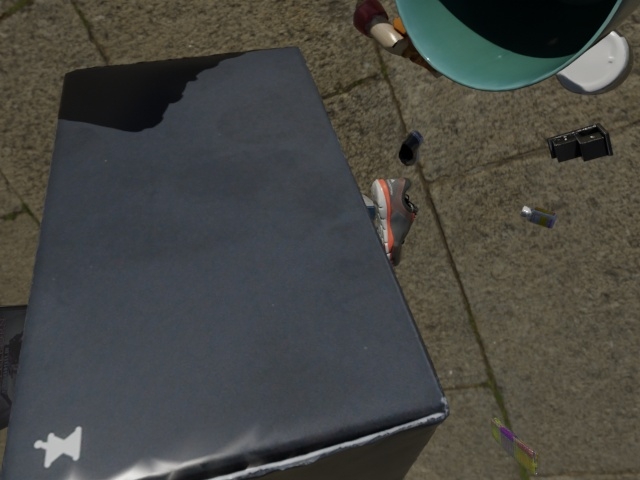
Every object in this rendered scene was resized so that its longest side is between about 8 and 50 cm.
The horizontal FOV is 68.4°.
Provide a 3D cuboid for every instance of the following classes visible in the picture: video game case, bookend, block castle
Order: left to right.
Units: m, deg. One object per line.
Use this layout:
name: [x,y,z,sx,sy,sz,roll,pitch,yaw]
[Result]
video game case: [-0.516,0.206,0.788,0.026,0.274,0.196,0,84,-6]
block castle: [0.315,-0.663,1.163,0.453,0.302,0.213,-51,58,31]
bookend: [0.799,-0.292,1.461,0.157,0.156,0.073,-15,108,27]

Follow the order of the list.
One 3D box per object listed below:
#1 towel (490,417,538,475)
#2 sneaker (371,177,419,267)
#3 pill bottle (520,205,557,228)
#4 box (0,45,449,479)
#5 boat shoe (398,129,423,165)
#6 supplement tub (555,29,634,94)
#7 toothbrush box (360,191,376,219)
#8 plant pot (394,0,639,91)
towel: [0.298,0.315,0.723,0.083,0.009,0.060,35,149,54]
sneaker: [0.117,-0.024,0.694,0.064,0.061,0.158,-15,132,-2]
pill bottle: [0.571,-0.063,1.233,0.083,0.043,0.044,23,126,25]
box: [-0.109,0.103,0.598,0.296,0.480,0.472,-11,143,-9]
boat shoe: [0.320,-0.319,1.720,0.080,0.228,0.076,44,81,8]
supplement tub: [0.522,-0.336,0.892,0.116,0.190,0.117,12,110,35]
toothbrush box: [0.000,0.000,1.310,0.126,0.216,0.296,44,122,33]
plant pot: [0.266,-0.356,0.557,0.293,0.235,0.293,37,143,34]
